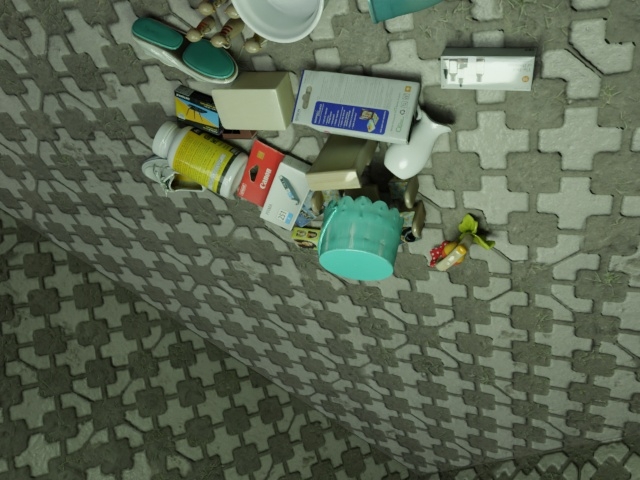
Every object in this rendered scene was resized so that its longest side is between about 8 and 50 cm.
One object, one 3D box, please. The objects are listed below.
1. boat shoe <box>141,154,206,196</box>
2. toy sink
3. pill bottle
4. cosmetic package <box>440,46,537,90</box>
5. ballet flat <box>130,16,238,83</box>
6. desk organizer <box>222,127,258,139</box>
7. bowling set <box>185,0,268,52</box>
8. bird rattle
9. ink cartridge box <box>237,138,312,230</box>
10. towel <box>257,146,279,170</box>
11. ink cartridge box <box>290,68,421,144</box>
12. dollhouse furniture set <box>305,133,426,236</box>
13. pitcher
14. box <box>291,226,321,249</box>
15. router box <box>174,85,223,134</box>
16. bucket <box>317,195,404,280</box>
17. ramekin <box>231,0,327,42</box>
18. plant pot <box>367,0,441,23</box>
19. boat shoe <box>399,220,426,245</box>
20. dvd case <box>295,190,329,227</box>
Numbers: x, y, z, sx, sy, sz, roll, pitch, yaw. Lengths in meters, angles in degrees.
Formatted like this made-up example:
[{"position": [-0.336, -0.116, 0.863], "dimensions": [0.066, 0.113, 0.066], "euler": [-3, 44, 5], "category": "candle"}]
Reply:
[{"position": [-0.620, -0.254, 2.153], "dimensions": [0.366, 0.157, 0.136], "euler": [11, 138, 19], "category": "boat shoe"}, {"position": [-0.215, -0.466, 1.711], "dimensions": [0.234, 0.131, 0.153], "euler": [5, 135, 19], "category": "toy sink"}, {"position": [-0.457, -0.318, 1.965], "dimensions": [0.333, 0.188, 0.188], "euler": [28, 141, 0], "category": "pill bottle"}, {"position": [0.448, -0.461, 1.386], "dimensions": [0.238, 0.060, 0.099], "euler": [8, 138, 23], "category": "cosmetic package"}, {"position": [-0.441, -0.609, 1.709], "dimensions": [0.400, 0.139, 0.139], "euler": [27, 141, 7], "category": "ballet flat"}, {"position": [-0.300, -0.405, 1.892], "dimensions": [0.130, 0.047, 0.050], "euler": [6, 134, 25], "category": "desk organizer"}, {"position": [-0.285, -0.674, 1.506], "dimensions": [0.286, 0.154, 0.200], "euler": [10, 138, 20], "category": "bowling set"}, {"position": [0.465, 0.030, 1.812], "dimensions": [0.253, 0.207, 0.143], "euler": [-37, 91, 39], "category": "bird rattle"}, {"position": [-0.179, -0.203, 1.965], "dimensions": [0.261, 0.066, 0.296], "euler": [25, 133, -3], "category": "ink cartridge box"}, {"position": [-0.199, -0.257, 1.994], "dimensions": [0.102, 0.021, 0.237], "euler": [15, 134, 19], "category": "towel"}, {"position": [0.104, -0.406, 1.558], "dimensions": [0.370, 0.176, 0.069], "euler": [13, 179, 16], "category": "ink cartridge box"}, {"position": [0.127, -0.142, 1.748], "dimensions": [0.361, 0.257, 0.394], "euler": [0, 131, 26], "category": "dollhouse furniture set"}, {"position": [0.272, -0.310, 1.584], "dimensions": [0.177, 0.125, 0.207], "euler": [41, 111, 7], "category": "pitcher"}, {"position": [0.000, 0.000, 2.133], "dimensions": [0.232, 0.058, 0.087], "euler": [6, 153, 24], "category": "box"}, {"position": [-0.445, -0.478, 1.896], "dimensions": [0.178, 0.046, 0.133], "euler": [21, 141, 9], "category": "router box"}, {"position": [0.126, 0.002, 1.662], "dimensions": [0.281, 0.183, 0.281], "euler": [10, 155, 5], "category": "bucket"}, {"position": [-0.099, -0.695, 1.387], "dimensions": [0.277, 0.135, 0.277], "euler": [15, 138, 14], "category": "ramekin"}, {"position": [0.232, -0.654, 1.164], "dimensions": [0.255, 0.272, 0.272], "euler": [-4, 133, 13], "category": "plant pot"}, {"position": [0.320, -0.017, 1.922], "dimensions": [0.065, 0.083, 0.183], "euler": [33, 141, -6], "category": "boat shoe"}, {"position": [-0.068, -0.160, 2.042], "dimensions": [0.180, 0.022, 0.253], "euler": [42, 139, -15], "category": "dvd case"}]
